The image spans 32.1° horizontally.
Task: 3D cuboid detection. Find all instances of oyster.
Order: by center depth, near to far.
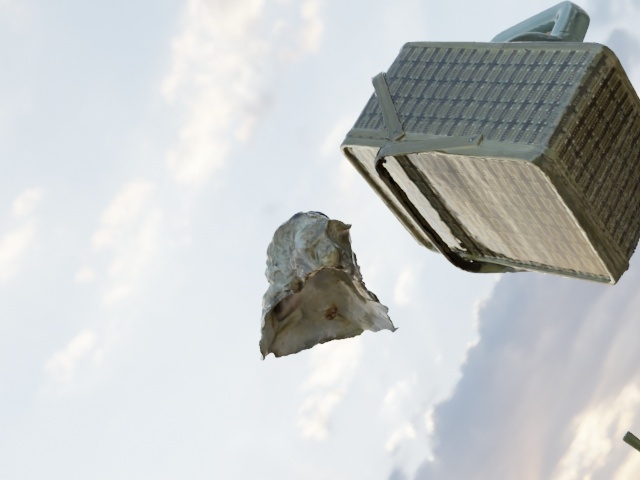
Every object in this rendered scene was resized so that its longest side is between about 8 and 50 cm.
[{"bbox_3d":[-0.004,0.049,1.248,0.161,0.107,0.233,-18,-33,-10],"label":"oyster"}]

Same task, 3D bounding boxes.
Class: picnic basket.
[{"bbox_3d":[0.198,-0.085,1.250,0.228,0.312,0.175,48,-114,-38],"label":"picnic basket"}]

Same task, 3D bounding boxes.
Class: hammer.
[{"bbox_3d":[0.571,0.377,1.790,0.062,0.199,0.013,-59,-13,22],"label":"hammer"}]

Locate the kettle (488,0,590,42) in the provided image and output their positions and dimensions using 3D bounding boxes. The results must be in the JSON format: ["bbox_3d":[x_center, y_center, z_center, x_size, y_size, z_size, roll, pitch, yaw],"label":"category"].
[{"bbox_3d":[0.259,-0.186,1.649,0.265,0.205,0.318,-32,5,-25],"label":"kettle"}]
